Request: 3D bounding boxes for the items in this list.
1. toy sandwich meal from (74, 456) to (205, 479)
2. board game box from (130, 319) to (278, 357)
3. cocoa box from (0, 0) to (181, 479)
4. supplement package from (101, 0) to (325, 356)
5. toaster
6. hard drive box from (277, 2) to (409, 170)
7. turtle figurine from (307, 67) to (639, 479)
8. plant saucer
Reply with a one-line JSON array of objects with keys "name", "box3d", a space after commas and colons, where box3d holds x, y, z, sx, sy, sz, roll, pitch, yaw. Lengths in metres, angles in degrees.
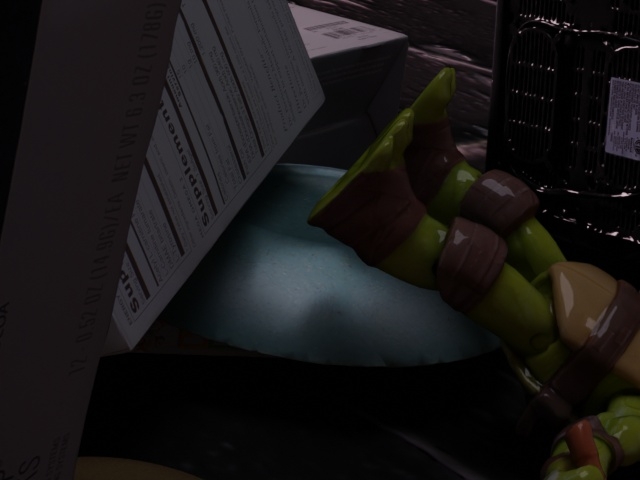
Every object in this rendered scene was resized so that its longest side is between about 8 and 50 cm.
[{"name": "toy sandwich meal", "box3d": [-0.066, 0.096, 0.562, 0.085, 0.029, 0.085, 11, 9, -2]}, {"name": "board game box", "box3d": [-0.047, 0.021, 0.780, 0.154, 0.026, 0.103, 3, 20, -14]}, {"name": "cocoa box", "box3d": [-0.255, -0.030, 0.477, 0.347, 0.231, 0.228, 26, 21, 27]}, {"name": "supplement package", "box3d": [-0.112, -0.055, 0.692, 0.139, 0.134, 0.244, -14, 20, 23]}, {"name": "toaster", "box3d": [0.178, -0.072, 0.925, 0.110, 0.186, 0.168, -7, 16, -33]}, {"name": "hard drive box", "box3d": [-0.095, -0.095, 0.992, 0.232, 0.089, 0.181, 20, 23, 30]}, {"name": "turtle figurine", "box3d": [0.107, 0.029, 0.684, 0.217, 0.087, 0.269, 42, 41, 2]}, {"name": "plant saucer", "box3d": [0.000, 0.000, 0.760, 0.195, 0.037, 0.195, 7, 20, -2]}]
